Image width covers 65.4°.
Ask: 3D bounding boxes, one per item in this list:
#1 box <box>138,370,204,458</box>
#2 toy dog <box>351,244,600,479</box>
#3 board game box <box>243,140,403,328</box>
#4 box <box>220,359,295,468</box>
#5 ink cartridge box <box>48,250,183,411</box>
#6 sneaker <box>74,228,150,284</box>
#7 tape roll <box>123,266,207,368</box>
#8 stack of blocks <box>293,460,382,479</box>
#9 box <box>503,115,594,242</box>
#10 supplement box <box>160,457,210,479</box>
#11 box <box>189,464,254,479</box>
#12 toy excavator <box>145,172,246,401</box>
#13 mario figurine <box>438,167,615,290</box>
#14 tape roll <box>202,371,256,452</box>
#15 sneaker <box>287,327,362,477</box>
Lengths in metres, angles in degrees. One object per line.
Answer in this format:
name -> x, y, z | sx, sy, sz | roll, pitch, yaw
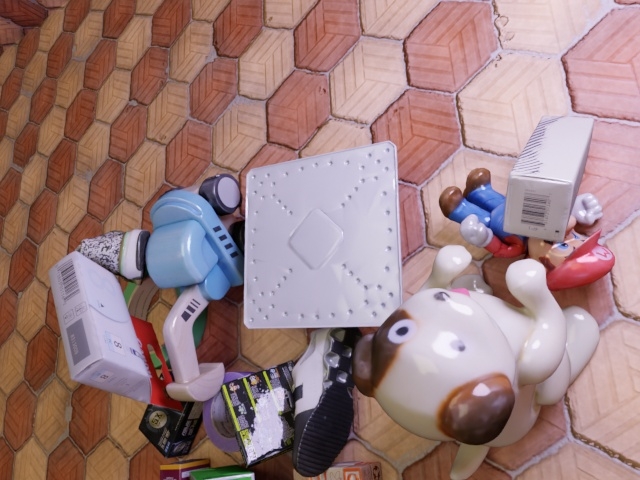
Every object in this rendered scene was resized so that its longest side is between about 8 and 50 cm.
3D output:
box -> -0.402, 0.475, 1.372 | 0.147, 0.078, 0.180 | 25, 93, 37
toy dog -> 0.222, 0.196, 0.811 | 0.285, 0.408, 0.395 | 30, 95, 37
board game box -> 0.000, 0.000, 1.127 | 0.390, 0.050, 0.389 | -7, 78, 28
box -> -0.114, 0.391, 1.142 | 0.190, 0.184, 0.045 | 62, 155, 28
ink cartridge box -> -0.459, 0.233, 1.205 | 0.091, 0.385, 0.308 | -36, 55, 1
sneaker -> -0.572, 0.032, 1.373 | 0.410, 0.182, 0.157 | 155, 123, -68
tape roll -> -0.479, 0.222, 1.492 | 0.322, 0.077, 0.320 | -9, 73, 32
stack of blocks -> -0.010, 0.575, 1.070 | 0.297, 0.087, 0.171 | -18, 68, 30
box -> 0.395, -0.116, 0.853 | 0.094, 0.275, 0.113 | 13, 126, 28
supplement box -> -0.342, 0.663, 1.266 | 0.081, 0.104, 0.188 | -17, 69, 31
box -> -0.215, 0.633, 1.099 | 0.262, 0.127, 0.230 | 133, 135, -64
toy excavator -> -0.323, 0.112, 1.261 | 0.223, 0.432, 0.445 | -9, 32, 33
mario figurine -> 0.382, -0.042, 0.914 | 0.321, 0.170, 0.198 | 39, 99, 37
tape roll -> -0.200, 0.425, 1.246 | 0.189, 0.080, 0.188 | -9, 73, 32
sneaker -> -0.008, 0.344, 1.103 | 0.146, 0.122, 0.330 | -15, 48, 46
